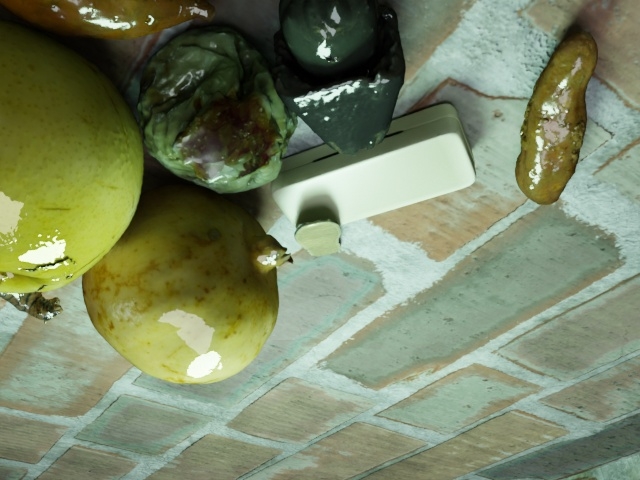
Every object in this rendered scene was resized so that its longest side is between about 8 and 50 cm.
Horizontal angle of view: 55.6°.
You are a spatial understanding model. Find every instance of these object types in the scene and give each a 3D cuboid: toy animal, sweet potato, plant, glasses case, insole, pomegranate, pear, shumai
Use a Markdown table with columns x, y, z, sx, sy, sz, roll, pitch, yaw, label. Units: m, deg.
| x | y | z | sx | sy | sz | roll | pitch | yaw | label |
| --- | --- | --- | --- | --- | --- | --- | --- | --- | --- |
| -0.602 | 0.055 | 1.133 | 0.114 | 0.116 | 0.255 | -19 | 137 | 19 | toy animal |
| 0.345 | -0.145 | 0.910 | 0.106 | 0.095 | 0.354 | -40 | 146 | -16 | sweet potato |
| 0.026 | -0.223 | 0.779 | 0.165 | 0.141 | 0.256 | -9 | 144 | 12 | plant |
| 0.082 | -0.108 | 0.974 | 0.313 | 0.070 | 0.131 | -17 | 139 | 19 | glasses case |
| -0.303 | -0.298 | 0.709 | 0.360 | 0.112 | 0.112 | 7 | 140 | -15 | sweet potato |
| 0.000 | 0.000 | 1.070 | 0.081 | 0.011 | 0.248 | -11 | 167 | 3 | insole |
| -0.202 | 0.061 | 0.999 | 0.343 | 0.342 | 0.342 | 0 | 141 | 0 | pomegranate |
| -0.399 | -0.100 | 0.777 | 0.349 | 0.348 | 0.348 | 0 | 141 | 0 | pear |
| -0.141 | -0.130 | 0.833 | 0.225 | 0.221 | 0.260 | -4 | 145 | 0 | shumai |
